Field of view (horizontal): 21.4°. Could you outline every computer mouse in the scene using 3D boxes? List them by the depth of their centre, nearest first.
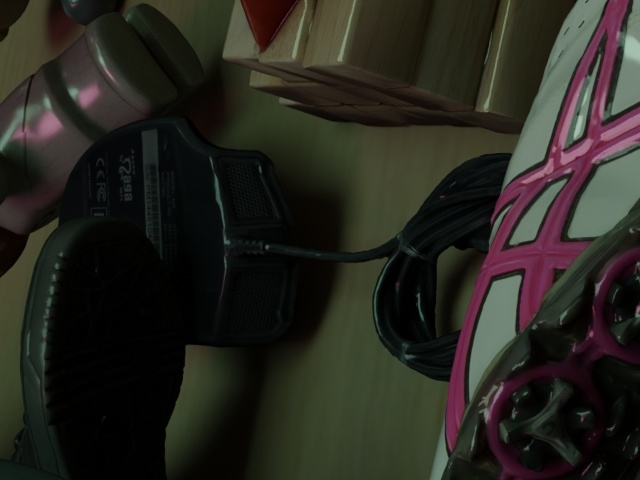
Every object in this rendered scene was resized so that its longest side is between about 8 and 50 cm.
[{"bbox_3d":[0.000,0.000,0.475,0.242,0.041,0.071,4,95,51],"label":"computer mouse"}]

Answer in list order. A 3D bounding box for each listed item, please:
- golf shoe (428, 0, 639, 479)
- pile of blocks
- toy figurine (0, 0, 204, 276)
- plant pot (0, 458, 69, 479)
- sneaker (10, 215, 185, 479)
[{"bbox_3d":[0.070,-0.003,0.340,0.186,0.067,0.086,-64,16,6],"label":"golf shoe"},{"bbox_3d":[0.043,-0.194,0.412,0.362,0.112,0.149,-64,33,17],"label":"pile of blocks"},{"bbox_3d":[-0.158,-0.097,0.595,0.148,0.209,0.213,-37,47,30],"label":"toy figurine"},{"bbox_3d":[-0.098,0.163,0.372,0.290,0.290,0.195,-24,21,52],"label":"plant pot"},{"bbox_3d":[-0.079,0.076,0.514,0.089,0.051,0.170,4,105,49],"label":"sneaker"}]
